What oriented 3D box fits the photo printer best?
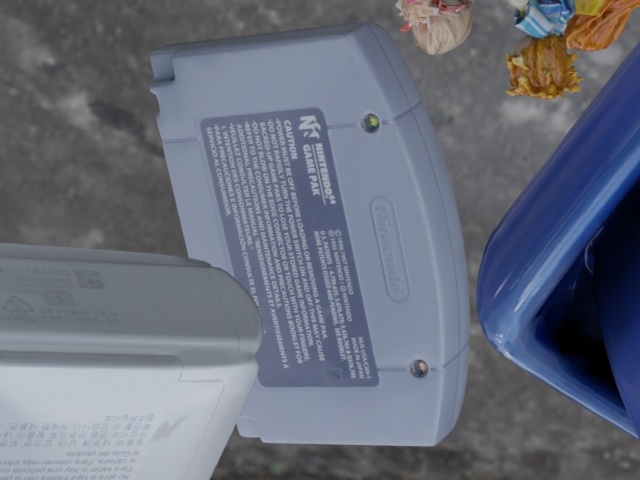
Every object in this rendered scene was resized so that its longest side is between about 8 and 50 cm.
[{"bbox_3d":[-0.196,0.144,0.979,0.256,0.107,0.307,3,128,-29],"label":"photo printer"}]

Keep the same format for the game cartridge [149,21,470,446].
[{"bbox_3d":[0.000,0.000,1.178,0.196,0.060,0.294,-1,110,33],"label":"game cartridge"}]

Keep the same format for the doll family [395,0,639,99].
[{"bbox_3d":[0.141,-0.172,1.015,0.118,0.263,0.163,14,114,23],"label":"doll family"}]

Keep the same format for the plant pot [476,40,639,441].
[{"bbox_3d":[0.199,0.016,0.478,0.212,0.236,0.236,41,-173,38],"label":"plant pot"}]
